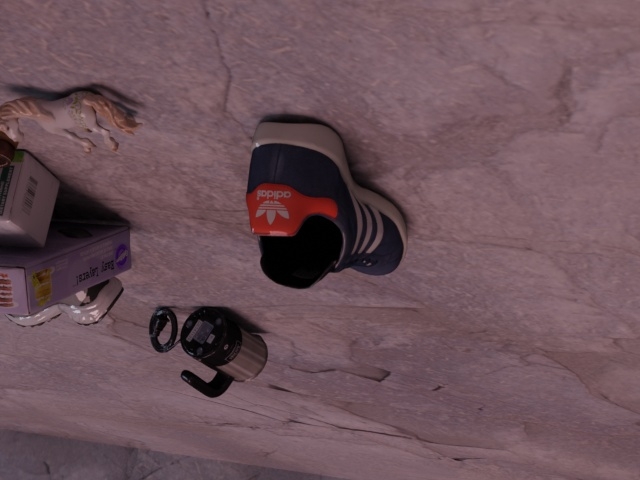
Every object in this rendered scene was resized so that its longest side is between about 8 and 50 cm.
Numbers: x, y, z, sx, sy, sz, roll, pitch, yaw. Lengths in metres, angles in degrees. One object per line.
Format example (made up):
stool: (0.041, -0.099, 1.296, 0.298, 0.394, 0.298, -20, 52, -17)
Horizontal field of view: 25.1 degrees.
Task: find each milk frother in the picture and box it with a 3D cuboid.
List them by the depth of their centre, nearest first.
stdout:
milk frother: (-0.182, 0.161, 2.277, 0.143, 0.129, 0.135, 50, -174, 36)

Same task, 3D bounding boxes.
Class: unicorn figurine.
unicorn figurine: (-0.278, -0.130, 1.555, 0.162, 0.060, 0.111, -23, 144, 31)

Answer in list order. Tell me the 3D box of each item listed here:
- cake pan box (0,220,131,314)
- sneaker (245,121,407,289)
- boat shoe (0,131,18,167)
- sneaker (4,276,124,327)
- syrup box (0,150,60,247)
cake pan box: (-0.419, 0.027, 1.856, 0.267, 0.070, 0.246, 3, -168, 22)
sneaker: (0.000, 0.000, 1.622, 0.131, 0.148, 0.350, 1, 159, 24)
boat shoe: (-0.456, -0.095, 1.707, 0.207, 0.073, 0.073, 0, 155, 23)
sneaker: (-0.399, 0.060, 2.107, 0.271, 0.100, 0.108, -7, 130, 47)
syrup box: (-0.456, -0.054, 1.786, 0.237, 0.093, 0.096, 3, 160, 20)
